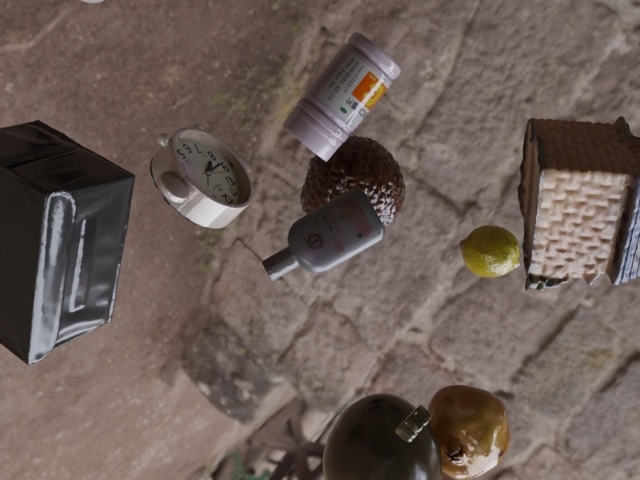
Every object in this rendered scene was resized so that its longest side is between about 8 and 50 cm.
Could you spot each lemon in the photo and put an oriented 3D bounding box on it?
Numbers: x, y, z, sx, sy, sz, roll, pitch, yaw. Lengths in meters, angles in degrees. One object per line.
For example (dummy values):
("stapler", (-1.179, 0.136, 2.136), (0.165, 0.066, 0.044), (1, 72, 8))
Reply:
("lemon", (0.344, 0.022, 1.677), (0.109, 0.133, 0.109), (-38, 137, -47))

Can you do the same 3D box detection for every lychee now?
("lychee", (0.075, -0.123, 1.942), (0.260, 0.260, 0.261), (-44, 164, -17))

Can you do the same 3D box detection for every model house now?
("model house", (0.314, -0.050, 0.917), (0.183, 0.172, 0.167), (-77, 165, -56))

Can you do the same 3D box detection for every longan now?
("longan", (0.125, 0.445, 1.672), (0.258, 0.258, 0.258), (-44, 164, -17))

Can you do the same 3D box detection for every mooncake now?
("mooncake", (0.088, 0.403, 1.283), (0.150, 0.057, 0.347), (-30, 141, -40))

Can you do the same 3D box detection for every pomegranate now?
("pomegranate", (0.322, 0.421, 1.843), (0.209, 0.209, 0.209), (-44, 164, -17))

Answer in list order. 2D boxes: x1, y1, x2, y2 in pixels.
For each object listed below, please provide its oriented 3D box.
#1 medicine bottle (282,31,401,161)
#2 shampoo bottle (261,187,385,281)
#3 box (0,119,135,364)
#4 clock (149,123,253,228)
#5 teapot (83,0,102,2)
("medicine bottle", (0.043, -0.300, 1.728), (0.250, 0.133, 0.133), (-49, 164, 6))
("shampoo bottle", (0.000, 0.000, 1.094), (0.165, 0.080, 0.040), (-29, 177, 0))
("box", (-0.514, -0.009, 1.481), (0.204, 0.251, 0.345), (-29, 142, -55))
("clock", (-0.177, -0.093, 1.224), (0.063, 0.156, 0.229), (-41, 178, 27))
("teapot", (-0.522, -0.577, 1.783), (0.092, 0.145, 0.226), (-41, -162, 8))
